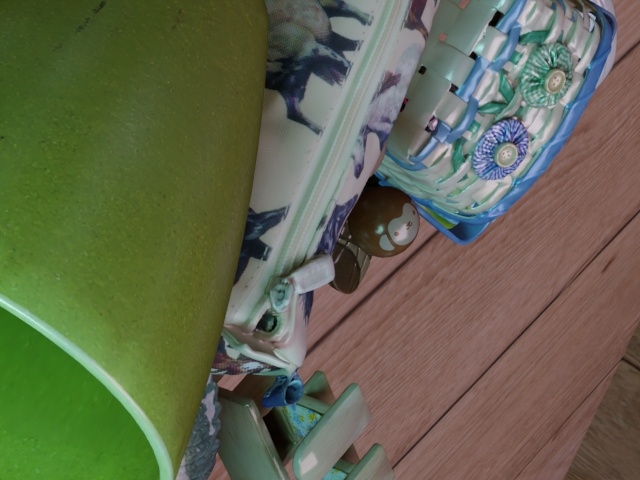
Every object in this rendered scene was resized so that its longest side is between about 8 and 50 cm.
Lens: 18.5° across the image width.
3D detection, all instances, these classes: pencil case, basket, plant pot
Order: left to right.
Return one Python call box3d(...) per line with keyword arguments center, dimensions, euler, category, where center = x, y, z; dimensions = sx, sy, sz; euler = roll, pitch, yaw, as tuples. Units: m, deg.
box3d(center=(-0.146, -0.039, 1.095), dimensions=(0.274, 0.275, 0.293), euler=(94, 19, -59), category="plant pot")
box3d(center=(-0.015, -0.104, 1.290), dimensions=(0.160, 0.184, 0.410), euler=(37, 71, -49), category="pencil case")
box3d(center=(0.137, -0.129, 1.725), dimensions=(0.254, 0.201, 0.289), euler=(-58, 153, 6), category="basket")

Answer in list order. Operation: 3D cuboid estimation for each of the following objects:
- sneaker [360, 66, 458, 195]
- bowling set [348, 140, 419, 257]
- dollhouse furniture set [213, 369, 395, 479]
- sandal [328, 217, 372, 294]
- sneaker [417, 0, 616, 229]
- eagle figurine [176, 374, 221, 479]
box3d(center=(0.081, -0.104, 1.856), dimensions=(0.170, 0.063, 0.075), euler=(-55, 170, 16), category="sneaker")
box3d(center=(0.007, -0.096, 1.467), dimensions=(0.287, 0.200, 0.154), euler=(-46, 159, -40), category="bowling set")
box3d(center=(-0.093, 0.151, 1.632), dimensions=(0.161, 0.212, 0.242), euler=(-48, 135, -29), category="dollhouse furniture set")
box3d(center=(0.000, 0.000, 1.872), dimensions=(0.180, 0.049, 0.072), euler=(25, 93, -58), category="sandal")
box3d(center=(0.184, -0.127, 1.991), dimensions=(0.208, 0.127, 0.319), euler=(-44, 158, -38), category="sneaker")
box3d(center=(-0.202, 0.213, 1.407), dimensions=(0.298, 0.225, 0.226), euler=(-48, -146, 33), category="eagle figurine")
